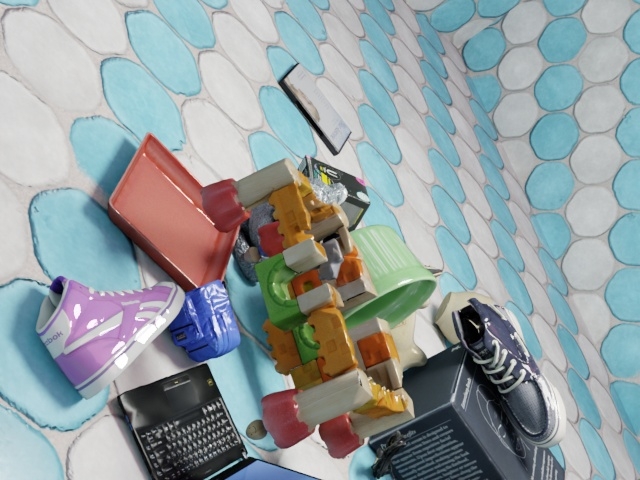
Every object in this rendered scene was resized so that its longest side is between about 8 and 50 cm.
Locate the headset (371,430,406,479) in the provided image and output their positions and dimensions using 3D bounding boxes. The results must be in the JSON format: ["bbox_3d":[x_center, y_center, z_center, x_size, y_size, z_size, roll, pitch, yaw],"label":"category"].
[{"bbox_3d":[0.249,0.541,1.695,0.394,0.185,0.243,40,36,24],"label":"headset"}]

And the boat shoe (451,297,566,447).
[{"bbox_3d":[0.380,0.271,1.888,0.158,0.127,0.340,23,33,-42],"label":"boat shoe"}]

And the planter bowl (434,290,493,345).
[{"bbox_3d":[0.372,0.202,2.412,0.109,0.162,0.162,26,30,-2],"label":"planter bowl"}]

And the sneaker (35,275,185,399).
[{"bbox_3d":[-0.311,0.095,1.342,0.161,0.102,0.282,51,26,-7],"label":"sneaker"}]

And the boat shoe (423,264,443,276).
[{"bbox_3d":[0.298,0.088,2.511,0.137,0.049,0.043,-5,63,-57],"label":"boat shoe"}]

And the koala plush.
[{"bbox_3d":[-0.060,-0.051,1.814,0.196,0.221,0.203,-2,62,-61],"label":"koala plush"}]

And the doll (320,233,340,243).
[{"bbox_3d":[0.039,-0.001,2.142,0.129,0.046,0.189,-17,70,-55],"label":"doll"}]

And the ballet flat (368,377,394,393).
[{"bbox_3d":[0.103,0.313,1.863,0.091,0.077,0.241,60,26,2],"label":"ballet flat"}]

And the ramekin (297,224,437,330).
[{"bbox_3d":[0.064,0.102,1.790,0.303,0.303,0.148,5,49,-60],"label":"ramekin"}]

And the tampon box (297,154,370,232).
[{"bbox_3d":[0.018,-0.102,2.075,0.161,0.101,0.120,22,27,-19],"label":"tampon box"}]

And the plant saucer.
[{"bbox_3d":[-0.267,-0.037,1.631,0.258,0.048,0.259,47,28,-22],"label":"plant saucer"}]

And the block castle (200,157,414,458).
[{"bbox_3d":[-0.038,0.121,1.497,0.303,0.213,0.453,37,31,-61],"label":"block castle"}]

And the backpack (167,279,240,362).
[{"bbox_3d":[-0.198,0.142,1.499,0.101,0.098,0.120,-22,89,-43],"label":"backpack"}]

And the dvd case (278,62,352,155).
[{"bbox_3d":[-0.011,-0.364,2.494,0.253,0.022,0.180,52,26,-13],"label":"dvd case"}]

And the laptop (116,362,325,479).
[{"bbox_3d":[-0.139,0.304,1.363,0.234,0.136,0.264,-10,72,-64],"label":"laptop"}]

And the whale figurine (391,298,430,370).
[{"bbox_3d":[0.142,0.167,2.028,0.272,0.216,0.141,69,-17,4],"label":"whale figurine"}]

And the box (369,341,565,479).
[{"bbox_3d":[0.325,0.465,1.932,0.395,0.212,0.293,55,25,-7],"label":"box"}]
